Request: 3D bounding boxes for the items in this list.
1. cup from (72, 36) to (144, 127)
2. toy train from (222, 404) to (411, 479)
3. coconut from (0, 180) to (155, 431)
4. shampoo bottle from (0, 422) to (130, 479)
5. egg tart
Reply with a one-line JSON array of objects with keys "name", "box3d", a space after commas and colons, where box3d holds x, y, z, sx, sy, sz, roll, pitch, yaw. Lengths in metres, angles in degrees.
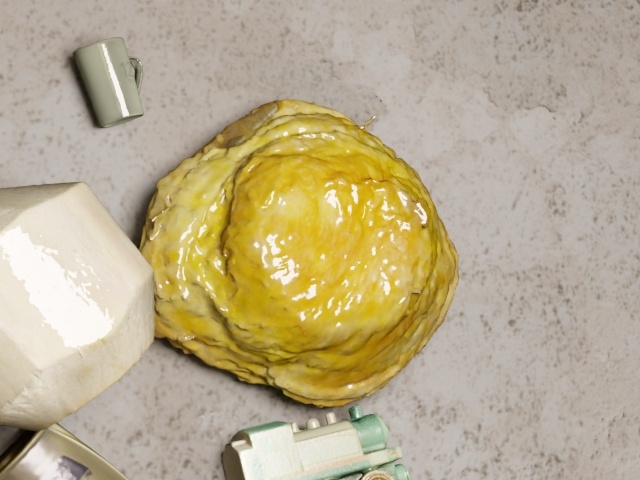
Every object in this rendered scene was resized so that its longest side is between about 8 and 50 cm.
[{"name": "cup", "box3d": [-0.216, -0.163, 1.467, 0.054, 0.075, 0.083, -18, 91, 10]}, {"name": "toy train", "box3d": [-0.002, 0.241, 1.465, 0.194, 0.081, 0.125, -11, 80, -25]}, {"name": "coconut", "box3d": [-0.274, 0.048, 1.304, 0.241, 0.241, 0.241, 5, 78, -24]}, {"name": "shampoo bottle", "box3d": [-0.177, 0.327, 1.363, 0.350, 0.084, 0.125, 46, 67, -11]}, {"name": "egg tart", "box3d": [0.000, 0.000, 1.475, 0.351, 0.153, 0.339, 34, 65, -16]}]
